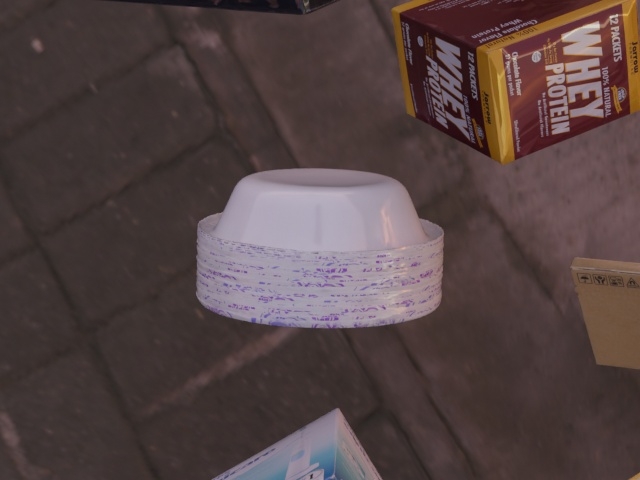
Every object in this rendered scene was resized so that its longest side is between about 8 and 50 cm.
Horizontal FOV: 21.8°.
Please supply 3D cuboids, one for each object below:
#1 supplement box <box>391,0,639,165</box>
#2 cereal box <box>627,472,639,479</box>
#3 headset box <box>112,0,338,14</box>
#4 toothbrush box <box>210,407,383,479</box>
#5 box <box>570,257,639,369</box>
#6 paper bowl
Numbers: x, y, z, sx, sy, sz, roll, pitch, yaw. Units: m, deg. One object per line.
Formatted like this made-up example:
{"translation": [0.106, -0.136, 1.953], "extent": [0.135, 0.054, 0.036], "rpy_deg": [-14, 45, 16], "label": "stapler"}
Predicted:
{"translation": [0.212, -0.196, 1.787], "extent": [0.191, 0.129, 0.194], "rpy_deg": [-22, 30, -21], "label": "supplement box"}
{"translation": [0.143, 0.242, 1.078], "extent": [0.047, 0.240, 0.173], "rpy_deg": [43, 109, 19], "label": "cereal box"}
{"translation": [-0.093, -0.251, 0.816], "extent": [0.283, 0.131, 0.246], "rpy_deg": [11, 117, 36], "label": "headset box"}
{"translation": [-0.044, 0.308, 1.742], "extent": [0.216, 0.295, 0.126], "rpy_deg": [-31, 96, 4], "label": "toothbrush box"}
{"translation": [0.393, 0.091, 1.870], "extent": [0.201, 0.164, 0.021], "rpy_deg": [5, 46, 29], "label": "box"}
{"translation": [0.000, 0.000, 1.904], "extent": [0.284, 0.284, 0.148], "rpy_deg": [3, 100, 11], "label": "paper bowl"}
